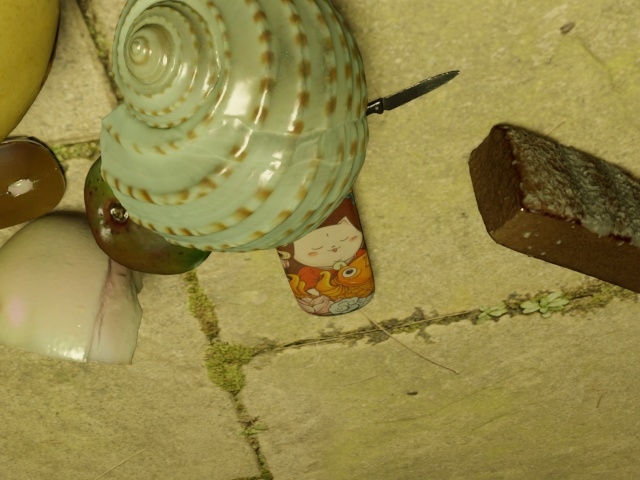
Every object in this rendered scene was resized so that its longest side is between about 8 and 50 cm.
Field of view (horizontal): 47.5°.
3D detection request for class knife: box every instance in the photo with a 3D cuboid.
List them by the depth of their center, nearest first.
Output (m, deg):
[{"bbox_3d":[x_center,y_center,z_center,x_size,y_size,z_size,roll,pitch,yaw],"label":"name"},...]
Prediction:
[{"bbox_3d":[0.093,-0.174,0.903,0.170,0.010,0.023,-22,136,12],"label":"knife"}]

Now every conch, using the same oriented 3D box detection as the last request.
[{"bbox_3d":[-0.056,-0.124,0.740,0.319,0.215,0.302,9,95,-35],"label":"conch"}]

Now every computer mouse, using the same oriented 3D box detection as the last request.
[{"bbox_3d":[-0.445,-0.063,0.899,0.245,0.056,0.125,-10,138,-1],"label":"computer mouse"}]

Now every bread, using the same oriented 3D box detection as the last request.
[{"bbox_3d":[0.394,-0.027,1.001,0.417,0.165,0.113,16,133,-26],"label":"bread"}]

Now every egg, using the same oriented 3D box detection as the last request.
[{"bbox_3d":[-0.330,0.049,0.936,0.207,0.161,0.271,12,179,-15],"label":"egg"}]

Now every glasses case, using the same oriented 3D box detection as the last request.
[{"bbox_3d":[0.000,0.000,1.022,0.122,0.082,0.321,-11,138,6],"label":"glasses case"}]

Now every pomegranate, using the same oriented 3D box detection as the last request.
[{"bbox_3d":[-0.180,-0.049,0.894,0.180,0.180,0.210,-44,166,32],"label":"pomegranate"}]

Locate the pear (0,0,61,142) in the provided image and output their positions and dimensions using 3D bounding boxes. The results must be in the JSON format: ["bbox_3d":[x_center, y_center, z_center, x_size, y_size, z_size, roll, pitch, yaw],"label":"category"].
[{"bbox_3d":[-0.375,-0.193,0.600,0.309,0.309,0.309,-5,138,-5],"label":"pear"}]
